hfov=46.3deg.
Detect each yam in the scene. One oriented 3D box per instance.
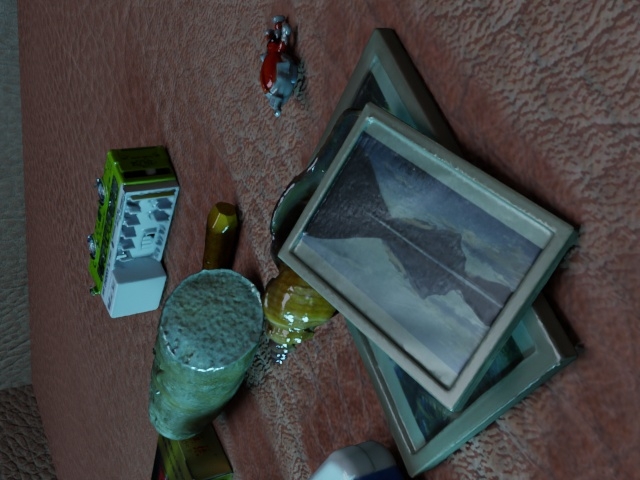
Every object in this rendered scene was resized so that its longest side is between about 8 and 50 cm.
[{"bbox_3d":[-0.172,0.176,1.011,0.133,0.133,0.330,65,148,28],"label":"yam"}]

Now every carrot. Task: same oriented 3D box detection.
[{"bbox_3d":[-0.140,0.021,1.008,0.042,0.042,0.171,58,146,37],"label":"carrot"}]

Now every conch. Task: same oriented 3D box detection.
[{"bbox_3d":[-0.001,0.002,0.666,0.086,0.080,0.233,11,87,25],"label":"conch"}]

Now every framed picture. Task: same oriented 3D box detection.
[{"bbox_3d":[0.065,0.004,0.550,0.203,0.015,0.150,41,106,37],"label":"framed picture"},{"bbox_3d":[0.069,0.014,0.635,0.315,0.024,0.232,66,148,28],"label":"framed picture"}]

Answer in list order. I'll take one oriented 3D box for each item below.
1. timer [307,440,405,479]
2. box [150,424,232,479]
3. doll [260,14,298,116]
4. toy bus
[{"bbox_3d":[0.036,0.314,0.721,0.178,0.078,0.253,65,147,26],"label":"timer"},{"bbox_3d":[-0.216,0.388,1.212,0.159,0.071,0.240,54,140,38],"label":"box"},{"bbox_3d":[-0.044,-0.177,0.780,0.057,0.039,0.114,-17,66,29],"label":"doll"},{"bbox_3d":[-0.315,-0.011,1.251,0.139,0.113,0.302,58,143,31],"label":"toy bus"}]
